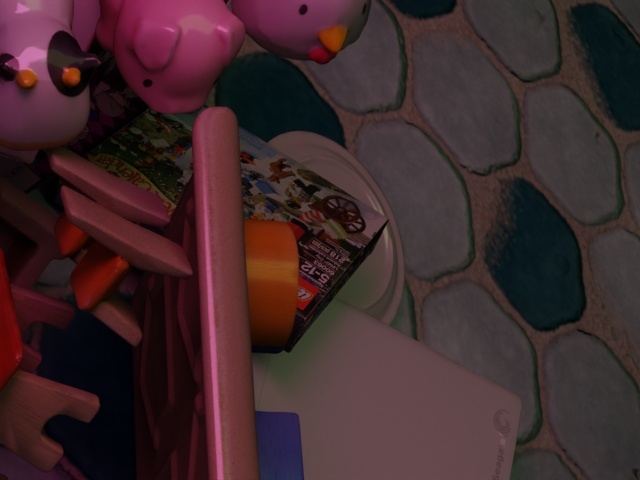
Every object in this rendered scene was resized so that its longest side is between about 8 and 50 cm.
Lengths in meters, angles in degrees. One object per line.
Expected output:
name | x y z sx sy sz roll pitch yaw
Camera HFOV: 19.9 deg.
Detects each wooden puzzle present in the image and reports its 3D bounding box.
wooden puzzle | -0.071 0.126 1.259 0.080 0.348 0.322 2 62 -13

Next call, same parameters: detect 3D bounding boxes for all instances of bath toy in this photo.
bath toy | -0.117 -0.145 1.179 0.348 0.129 0.151 -10 92 -23

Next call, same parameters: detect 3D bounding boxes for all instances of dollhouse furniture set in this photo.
dollhouse furniture set | -0.235 0.043 1.218 0.135 0.262 0.259 31 14 -27

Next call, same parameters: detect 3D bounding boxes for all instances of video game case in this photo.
video game case | -0.148 -0.148 1.426 0.042 0.210 0.232 45 43 -16

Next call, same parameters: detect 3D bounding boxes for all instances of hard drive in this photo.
hard drive | 0.037 0.168 1.534 0.307 0.040 0.203 29 61 -31

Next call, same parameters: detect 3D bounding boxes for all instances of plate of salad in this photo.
plate of salad | 0.000 0.000 1.613 0.200 0.048 0.200 23 55 -38

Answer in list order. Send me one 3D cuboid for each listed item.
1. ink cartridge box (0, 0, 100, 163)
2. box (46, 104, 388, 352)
ink cartridge box | -0.219 -0.180 1.349 0.092 0.158 0.218 22 26 -19
box | -0.080 -0.025 1.476 0.233 0.044 0.159 32 41 8
